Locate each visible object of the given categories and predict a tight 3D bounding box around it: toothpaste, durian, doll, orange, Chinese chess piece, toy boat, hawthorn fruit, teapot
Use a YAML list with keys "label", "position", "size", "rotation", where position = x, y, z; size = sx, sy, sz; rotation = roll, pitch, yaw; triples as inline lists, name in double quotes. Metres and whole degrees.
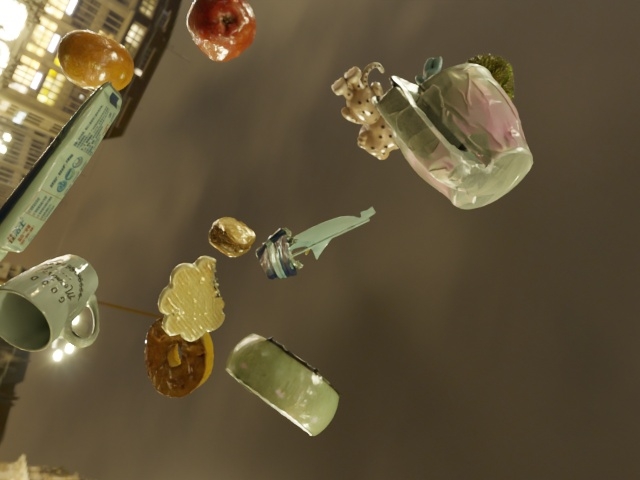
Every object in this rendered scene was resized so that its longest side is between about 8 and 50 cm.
- label: "toothpaste"
  position: [-0.333, -0.081, 0.632]
  size: [0.047, 0.069, 0.268]
  rotation: [33, -95, 24]
- label: "durian"
  position: [0.429, -0.396, 1.354]
  size: [0.146, 0.159, 0.198]
  rotation: [-125, -144, -57]
- label: "doll"
  position: [0.384, -0.541, 1.752]
  size: [0.120, 0.075, 0.180]
  rotation: [5, -108, 38]
- label: "orange"
  position: [-0.495, -0.390, 1.119]
  size: [0.156, 0.156, 0.124]
  rotation: [34, -76, 50]
- label: "Chinese chess piece"
  position: [-0.110, 0.414, 1.478]
  size: [0.349, 0.349, 0.146]
  rotation: [12, -121, 50]
- label: "toy boat"
  position: [0.000, 0.000, 1.156]
  size: [0.291, 0.220, 0.067]
  rotation: [-22, -115, -4]
- label: "doll"
  position: [0.143, -0.345, 1.374]
  size: [0.154, 0.278, 0.119]
  rotation: [-31, -140, 6]
- label: "hawthorn fruit"
  position: [-0.249, -0.547, 1.292]
  size: [0.189, 0.189, 0.189]
  rotation: [-23, -125, 39]
- label: "teapot"
  position: [0.195, -0.144, 0.688]
  size: [0.163, 0.221, 0.178]
  rotation: [-33, -119, 12]

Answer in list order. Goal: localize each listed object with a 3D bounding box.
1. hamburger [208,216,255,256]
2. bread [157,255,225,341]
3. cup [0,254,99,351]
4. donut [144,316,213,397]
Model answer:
- label: "hamburger"
  position: [-0.286, -0.012, 1.622]
  size: [0.138, 0.147, 0.083]
  rotation: [37, -66, 6]
- label: "bread"
  position: [-0.341, 0.159, 1.338]
  size: [0.039, 0.182, 0.251]
  rotation: [34, -43, 41]
- label: "cup"
  position: [-0.684, 0.171, 1.344]
  size: [0.186, 0.258, 0.234]
  rotation: [-51, -176, 30]
- label: "donut"
  position: [-0.479, 0.392, 1.754]
  size: [0.277, 0.108, 0.277]
  rotation: [0, -90, 27]
